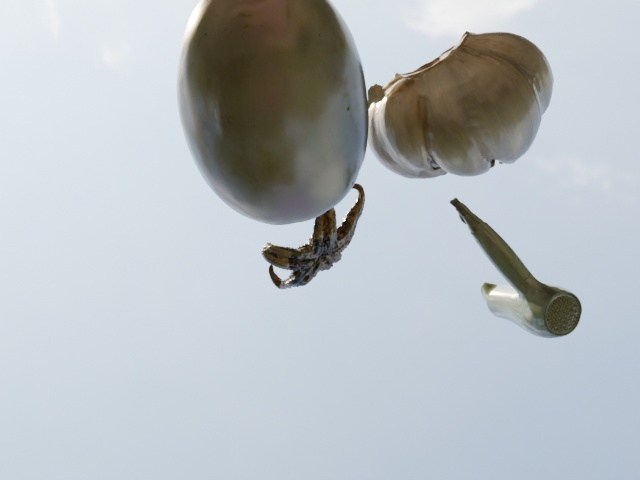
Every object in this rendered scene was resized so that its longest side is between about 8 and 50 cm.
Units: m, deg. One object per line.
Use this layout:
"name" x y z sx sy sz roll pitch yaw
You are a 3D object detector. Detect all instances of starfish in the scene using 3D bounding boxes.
"starfish" 0.000 -0.002 1.830 0.190 0.146 0.074 -39 -115 -4

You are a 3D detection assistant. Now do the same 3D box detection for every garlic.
"garlic" 0.220 -0.178 1.824 0.281 0.203 0.185 -34 -151 -6

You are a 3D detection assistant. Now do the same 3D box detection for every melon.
"melon" -0.055 -0.161 1.461 0.223 0.317 0.223 -8 -142 6

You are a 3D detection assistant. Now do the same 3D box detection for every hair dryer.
"hair dryer" 0.241 0.031 1.728 0.075 0.237 0.206 -42 -162 -13
